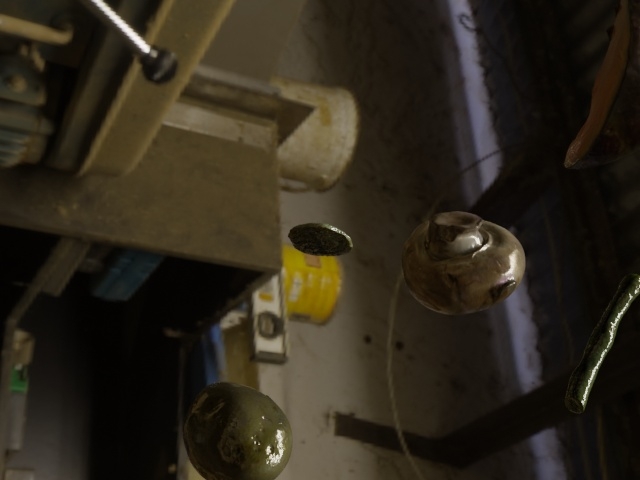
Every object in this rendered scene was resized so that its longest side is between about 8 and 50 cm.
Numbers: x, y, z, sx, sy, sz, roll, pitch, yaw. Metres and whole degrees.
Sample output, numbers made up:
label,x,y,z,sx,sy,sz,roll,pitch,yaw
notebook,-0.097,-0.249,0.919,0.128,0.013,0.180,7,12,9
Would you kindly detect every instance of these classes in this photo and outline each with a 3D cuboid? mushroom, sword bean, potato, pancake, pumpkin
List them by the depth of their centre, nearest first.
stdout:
label,x,y,z,sx,sy,sz,roll,pitch,yaw
pumpkin,0.501,-0.224,1.342,0.148,0.169,0.312,-81,-174,-66
sword bean,0.443,0.154,1.393,0.043,0.038,0.269,7,-130,43
pancake,-0.001,-0.001,1.416,0.108,0.108,0.017,-39,-141,52
potato,-0.152,0.349,1.603,0.235,0.178,0.160,53,-46,45
mushroom,0.281,0.040,1.743,0.255,0.255,0.184,-137,-140,-59
